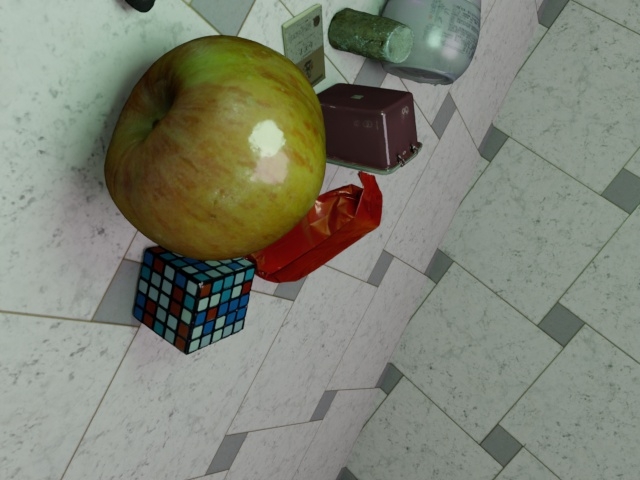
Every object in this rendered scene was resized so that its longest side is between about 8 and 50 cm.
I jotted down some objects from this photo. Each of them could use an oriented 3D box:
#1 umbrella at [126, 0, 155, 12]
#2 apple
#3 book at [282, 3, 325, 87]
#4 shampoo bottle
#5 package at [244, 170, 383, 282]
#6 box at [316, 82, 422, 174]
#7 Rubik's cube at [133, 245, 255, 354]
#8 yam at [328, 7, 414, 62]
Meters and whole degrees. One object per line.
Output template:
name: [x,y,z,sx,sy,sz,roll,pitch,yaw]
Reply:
umbrella: [-0.173,-0.491,0.934,0.358,0.106,0.113,-39,151,9]
apple: [-0.168,-0.153,1.044,0.334,0.400,0.400,26,91,-41]
book: [-0.036,-0.452,1.424,0.138,0.016,0.198,-44,148,-31]
shampoo bottle: [0.298,-0.580,1.612,0.273,0.273,0.266,5,100,-61]
package: [-0.008,-0.020,1.566,0.424,0.123,0.196,-35,164,20]
box: [0.105,-0.299,1.531,0.193,0.294,0.167,-41,135,-38]
Rubik's cube: [-0.284,0.116,1.324,0.182,0.187,0.184,-16,125,-54]
yam: [0.128,-0.508,1.467,0.107,0.194,0.107,-44,148,-38]
